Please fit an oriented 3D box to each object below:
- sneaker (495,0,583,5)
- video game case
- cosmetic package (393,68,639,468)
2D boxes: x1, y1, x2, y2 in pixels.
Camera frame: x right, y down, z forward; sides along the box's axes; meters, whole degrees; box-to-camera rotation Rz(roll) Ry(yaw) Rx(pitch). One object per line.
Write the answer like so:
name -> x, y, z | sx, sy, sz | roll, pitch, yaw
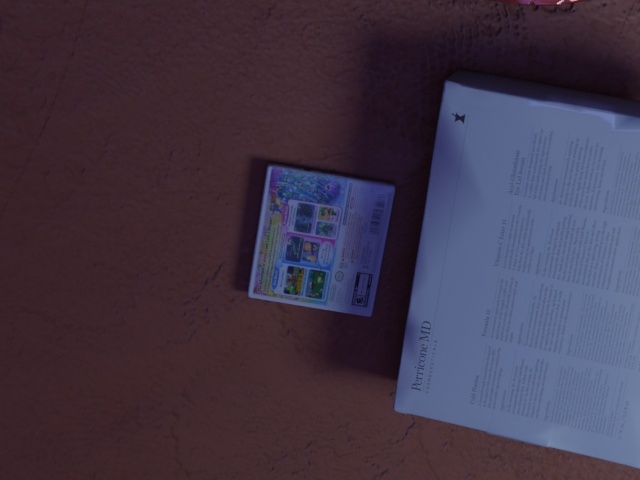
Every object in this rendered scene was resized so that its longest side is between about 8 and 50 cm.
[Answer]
sneaker -> 0.189, -0.310, 1.463 | 0.221, 0.087, 0.128 | 2, 109, 0
video game case -> 0.000, 0.000, 1.603 | 0.143, 0.019, 0.157 | 9, 109, -1
cosmetic package -> 0.247, 0.029, 1.534 | 0.284, 0.097, 0.377 | 12, 108, 11
